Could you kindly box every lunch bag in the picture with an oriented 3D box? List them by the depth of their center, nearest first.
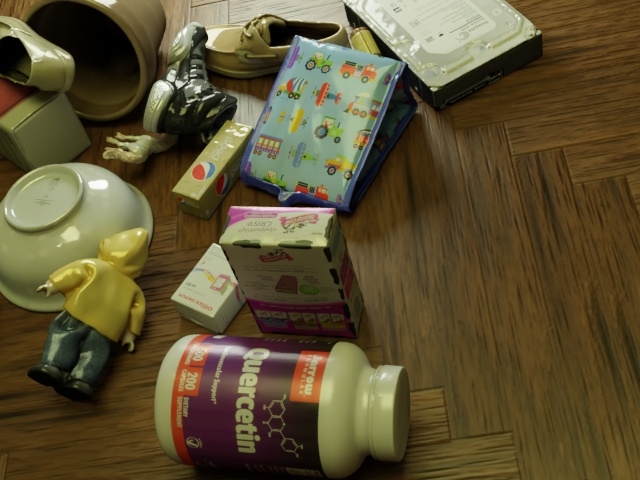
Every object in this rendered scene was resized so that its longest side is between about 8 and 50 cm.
[{"bbox_3d":[0.003,-0.182,1.651,0.221,0.138,0.293,19,69,24],"label":"lunch bag"}]

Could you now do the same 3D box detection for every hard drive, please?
[{"bbox_3d":[0.223,-0.404,1.798,0.237,0.064,0.339,-29,52,-8],"label":"hard drive"}]

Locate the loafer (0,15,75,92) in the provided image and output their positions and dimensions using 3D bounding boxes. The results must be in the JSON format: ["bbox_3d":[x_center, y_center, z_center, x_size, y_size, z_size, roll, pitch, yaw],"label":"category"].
[{"bbox_3d":[-0.558,-0.343,1.724,0.268,0.092,0.102,24,106,28],"label":"loafer"}]

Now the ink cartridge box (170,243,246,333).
[{"bbox_3d":[-0.165,0.076,1.527,0.088,0.052,0.122,20,61,27],"label":"ink cartridge box"}]

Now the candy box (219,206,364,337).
[{"bbox_3d":[-0.036,0.049,1.396,0.159,0.233,0.071,2,53,16],"label":"candy box"}]

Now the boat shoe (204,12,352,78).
[{"bbox_3d":[-0.098,-0.386,1.836,0.341,0.110,0.122,7,55,20],"label":"boat shoe"}]

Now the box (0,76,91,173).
[{"bbox_3d":[-0.573,-0.237,1.820,0.232,0.149,0.127,31,64,32],"label":"box"}]

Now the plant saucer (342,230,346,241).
[{"bbox_3d":[0.000,0.000,1.567,0.083,0.015,0.083,-7,51,9],"label":"plant saucer"}]

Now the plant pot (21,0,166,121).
[{"bbox_3d":[-0.415,-0.397,1.869,0.263,0.263,0.229,3,35,17],"label":"plant pot"}]

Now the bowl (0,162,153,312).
[{"bbox_3d":[-0.447,-0.034,1.638,0.298,0.134,0.298,-7,52,9],"label":"bowl"}]

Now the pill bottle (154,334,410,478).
[{"bbox_3d":[-0.048,0.223,1.295,0.323,0.181,0.181,1,53,16],"label":"pill bottle"}]

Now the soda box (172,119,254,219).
[{"bbox_3d":[-0.181,-0.126,1.687,0.061,0.058,0.181,19,60,27],"label":"soda box"}]

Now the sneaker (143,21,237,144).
[{"bbox_3d":[-0.221,-0.285,1.779,0.153,0.101,0.269,20,54,-5],"label":"sneaker"}]

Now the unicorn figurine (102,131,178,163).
[{"bbox_3d":[-0.329,-0.177,1.762,0.111,0.060,0.162,8,40,10],"label":"unicorn figurine"}]

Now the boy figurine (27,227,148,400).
[{"bbox_3d":[-0.354,0.097,1.492,0.092,0.177,0.285,-21,44,53],"label":"boy figurine"}]

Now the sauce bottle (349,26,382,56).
[{"bbox_3d":[0.094,-0.336,1.777,0.042,0.042,0.128,-21,68,-2],"label":"sauce bottle"}]
